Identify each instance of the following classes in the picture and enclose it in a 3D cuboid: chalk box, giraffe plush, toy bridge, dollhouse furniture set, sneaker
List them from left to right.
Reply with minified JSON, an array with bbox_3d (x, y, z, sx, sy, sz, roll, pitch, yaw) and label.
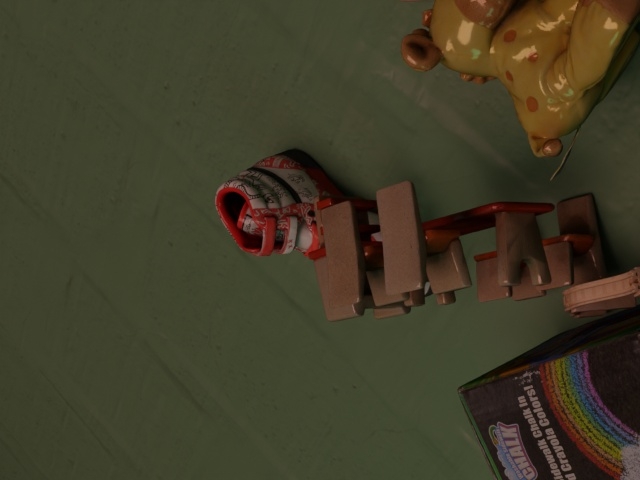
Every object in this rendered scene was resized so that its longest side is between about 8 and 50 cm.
[{"bbox_3d":[-0.001,0.001,1.172,0.270,0.145,0.090,39,133,24],"label":"sneaker"},{"bbox_3d":[0.103,-0.005,0.985,0.259,0.262,0.135,-17,76,49],"label":"dollhouse furniture set"},{"bbox_3d":[0.172,-0.180,0.859,0.170,0.181,0.210,32,115,14],"label":"giraffe plush"},{"bbox_3d":[0.258,0.052,0.936,0.188,0.063,0.026,109,156,-79],"label":"toy bridge"},{"bbox_3d":[0.269,0.173,0.956,0.289,0.179,0.180,-29,82,50],"label":"chalk box"}]
